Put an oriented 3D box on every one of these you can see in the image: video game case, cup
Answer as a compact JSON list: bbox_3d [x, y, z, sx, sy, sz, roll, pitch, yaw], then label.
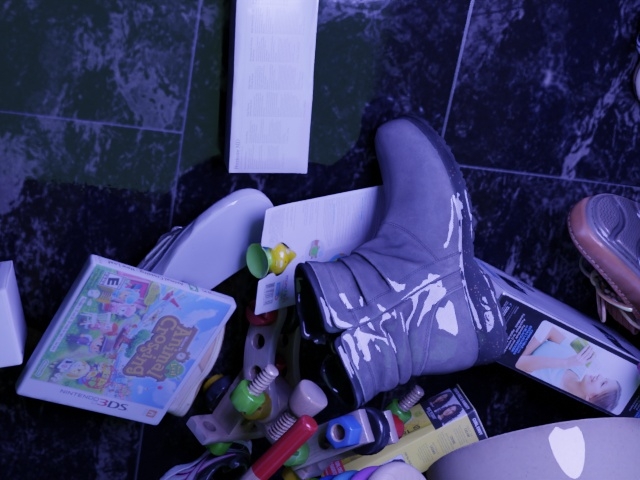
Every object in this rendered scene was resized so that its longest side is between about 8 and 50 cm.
[{"bbox_3d":[-0.235,0.127,1.241,0.193,0.023,0.212,20,116,-31],"label":"video game case"},{"bbox_3d":[0.323,0.398,1.361,0.331,0.237,0.331,-6,153,-3],"label":"cup"}]

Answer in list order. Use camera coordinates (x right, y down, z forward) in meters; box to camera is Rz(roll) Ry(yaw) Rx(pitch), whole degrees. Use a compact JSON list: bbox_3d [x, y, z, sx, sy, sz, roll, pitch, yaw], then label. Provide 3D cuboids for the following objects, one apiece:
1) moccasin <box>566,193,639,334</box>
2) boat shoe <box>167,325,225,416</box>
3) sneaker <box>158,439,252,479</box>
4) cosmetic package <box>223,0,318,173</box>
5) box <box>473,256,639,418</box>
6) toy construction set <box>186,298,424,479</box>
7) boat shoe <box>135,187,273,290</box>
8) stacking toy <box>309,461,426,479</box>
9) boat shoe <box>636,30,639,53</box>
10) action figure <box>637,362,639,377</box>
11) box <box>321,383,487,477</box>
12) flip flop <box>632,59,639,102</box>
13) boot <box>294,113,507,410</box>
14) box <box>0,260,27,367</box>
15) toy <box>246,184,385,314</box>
[{"bbox_3d":[0.432,0.063,1.380,0.147,0.139,0.380,-19,144,36],"label":"moccasin"},{"bbox_3d":[-0.176,0.153,1.332,0.059,0.063,0.170,18,107,-25],"label":"boat shoe"},{"bbox_3d":[-0.165,0.338,1.399,0.072,0.077,0.178,41,99,-22],"label":"sneaker"},{"bbox_3d":[-0.061,-0.202,1.220,0.099,0.060,0.239,-1,111,-15],"label":"cosmetic package"},{"bbox_3d":[0.304,0.131,1.378,0.290,0.169,0.087,27,101,-19],"label":"box"},{"bbox_3d":[-0.059,0.233,1.272,0.257,0.309,0.237,43,109,3],"label":"toy construction set"},{"bbox_3d":[-0.168,0.026,1.271,0.096,0.088,0.267,29,109,-40],"label":"boat shoe"},{"bbox_3d":[-0.014,0.372,1.349,0.330,0.141,0.141,-15,122,39],"label":"stacking toy"},{"bbox_3d":[0.475,-0.360,1.257,0.102,0.108,0.301,34,98,-22],"label":"boat shoe"},{"bbox_3d":[0.568,0.136,1.305,0.370,0.248,0.275,10,81,-36],"label":"action figure"},{"bbox_3d":[0.111,0.291,1.440,0.232,0.087,0.058,-27,112,0],"label":"box"},{"bbox_3d":[0.519,-0.274,1.313,0.277,0.080,0.112,-46,113,7],"label":"flip flop"},{"bbox_3d":[0.069,0.012,1.203,0.223,0.118,0.338,-11,70,-21],"label":"boot"},{"bbox_3d":[-0.408,0.091,1.234,0.087,0.102,0.101,-9,112,-7],"label":"box"},{"bbox_3d":[0.000,0.000,1.292,0.237,0.056,0.136,-16,120,-45],"label":"toy"}]
